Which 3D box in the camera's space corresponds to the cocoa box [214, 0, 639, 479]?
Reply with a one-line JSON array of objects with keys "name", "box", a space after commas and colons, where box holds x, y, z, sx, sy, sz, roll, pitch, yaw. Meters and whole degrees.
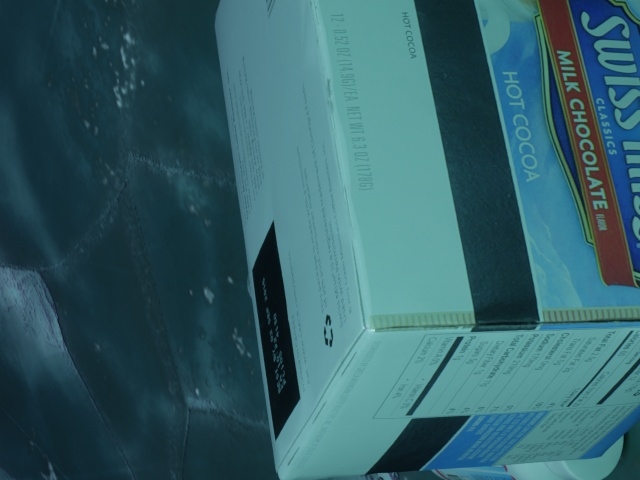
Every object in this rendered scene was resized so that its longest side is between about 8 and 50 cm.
[{"name": "cocoa box", "box": [0.081, -0.055, 1.040, 0.231, 0.227, 0.347, 117, 148, -59]}]

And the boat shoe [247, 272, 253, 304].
[{"name": "boat shoe", "box": [0.000, 0.000, 1.416, 0.319, 0.099, 0.116, -35, 78, 56]}]

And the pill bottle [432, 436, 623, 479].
[{"name": "pill bottle", "box": [0.152, 0.147, 1.286, 0.160, 0.087, 0.087, -4, 103, 55]}]
